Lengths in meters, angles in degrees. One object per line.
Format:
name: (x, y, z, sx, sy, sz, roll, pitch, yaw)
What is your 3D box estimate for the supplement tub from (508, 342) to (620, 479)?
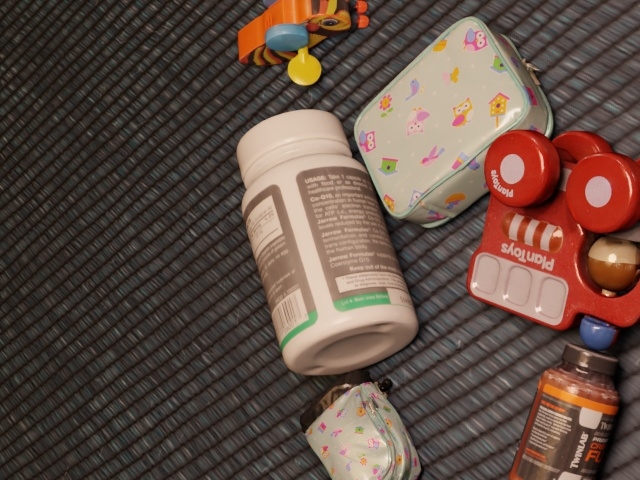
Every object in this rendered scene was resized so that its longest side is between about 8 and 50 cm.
supplement tub: (0.316, 0.233, 1.521, 0.106, 0.106, 0.197, 21, 95, 41)

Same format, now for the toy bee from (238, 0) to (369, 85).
toy bee: (-0.013, -0.345, 1.915, 0.298, 0.162, 0.195, -166, 81, -66)

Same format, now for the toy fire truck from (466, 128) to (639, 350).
toy fire truck: (0.332, -0.001, 1.527, 0.302, 0.169, 0.253, 22, 108, 41)

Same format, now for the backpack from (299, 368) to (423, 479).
backpack: (0.058, 0.294, 1.723, 0.152, 0.115, 0.182, -47, 57, 20)

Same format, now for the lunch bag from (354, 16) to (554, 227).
lunch bag: (0.188, -0.172, 1.713, 0.279, 0.108, 0.224, -40, 53, 25)

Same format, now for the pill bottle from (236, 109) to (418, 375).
pill bottle: (0.000, 0.000, 1.774, 0.204, 0.204, 0.361, -32, 62, 31)
